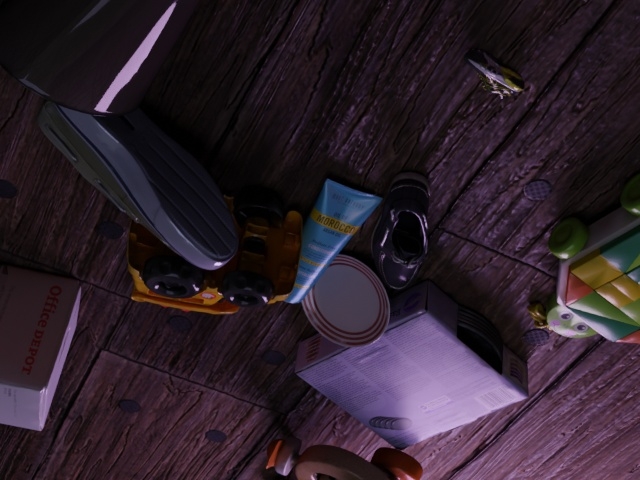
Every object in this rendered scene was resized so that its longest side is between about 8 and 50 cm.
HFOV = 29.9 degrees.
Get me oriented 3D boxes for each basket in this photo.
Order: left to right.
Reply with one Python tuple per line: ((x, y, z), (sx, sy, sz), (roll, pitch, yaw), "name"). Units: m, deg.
((-0.214, -0.264, 1.284), (0.204, 0.154, 0.227), (13, 137, -41), "basket")

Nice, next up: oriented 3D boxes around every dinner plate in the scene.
((0.035, 0.082, 1.667), (0.141, 0.017, 0.141), (12, 117, 25), "dinner plate")

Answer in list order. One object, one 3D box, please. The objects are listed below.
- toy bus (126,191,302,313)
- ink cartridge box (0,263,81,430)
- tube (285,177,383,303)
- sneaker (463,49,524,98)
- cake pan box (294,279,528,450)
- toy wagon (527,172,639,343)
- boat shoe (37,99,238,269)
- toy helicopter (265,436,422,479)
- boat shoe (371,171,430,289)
((-0.148, 0.036, 1.604), (0.220, 0.149, 0.211), (11, 150, -6), "toy bus")
((-0.504, 0.137, 1.708), (0.283, 0.207, 0.117), (12, 138, -3), "ink cartridge box")
((0.000, 0.000, 1.605), (0.080, 0.052, 0.207), (16, 131, -21), "tube")
((0.195, -0.188, 1.381), (0.083, 0.031, 0.035), (29, 134, -20), "sneaker")
((0.138, 0.189, 1.763), (0.267, 0.070, 0.246), (-30, 127, 34), "cake pan box")
((0.420, 0.055, 1.574), (0.267, 0.068, 0.344), (35, 131, -25), "toy wagon")
((-0.222, -0.080, 1.474), (0.302, 0.109, 0.094), (50, 131, -3), "boat shoe")
((-0.012, 0.396, 1.946), (0.235, 0.140, 0.355), (32, 152, -11), "toy helicopter")
((0.104, 0.003, 1.572), (0.075, 0.065, 0.206), (7, 137, 1), "boat shoe")
